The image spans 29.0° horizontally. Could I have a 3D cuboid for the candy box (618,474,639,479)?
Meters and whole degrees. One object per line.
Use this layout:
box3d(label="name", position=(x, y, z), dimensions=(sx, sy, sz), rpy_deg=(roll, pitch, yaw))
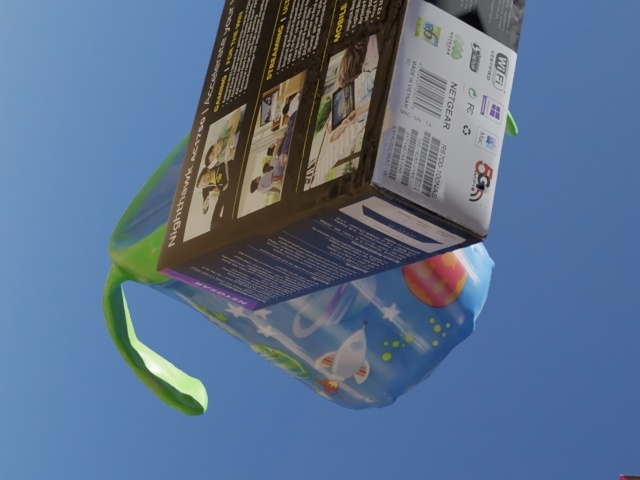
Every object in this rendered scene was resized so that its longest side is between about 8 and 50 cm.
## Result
box3d(label="candy box", position=(0.378, 0.309, 1.161), dimensions=(0.233, 0.071, 0.159), rpy_deg=(-9, -125, 47))

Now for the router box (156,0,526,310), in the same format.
box3d(label="router box", position=(0.011, -0.075, 0.417), dimensions=(0.133, 0.046, 0.179), rpy_deg=(-19, -127, 55))

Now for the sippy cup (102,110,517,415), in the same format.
box3d(label="sippy cup", position=(0.000, 0.000, 0.925), dimensions=(0.305, 0.224, 0.240), rpy_deg=(-28, -157, 45))
